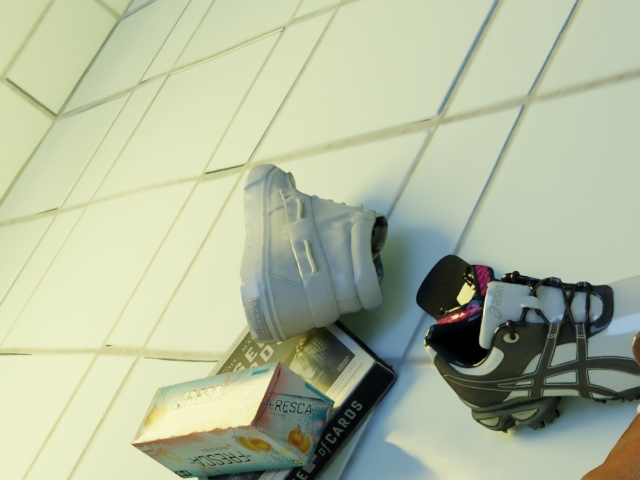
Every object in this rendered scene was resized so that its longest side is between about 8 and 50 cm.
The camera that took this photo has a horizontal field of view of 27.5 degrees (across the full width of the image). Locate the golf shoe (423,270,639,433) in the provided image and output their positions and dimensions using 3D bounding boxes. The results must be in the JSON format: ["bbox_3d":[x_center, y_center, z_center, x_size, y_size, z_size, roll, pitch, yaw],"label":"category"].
[{"bbox_3d":[0.149,0.056,0.800,0.198,0.094,0.077,-32,30,36],"label":"golf shoe"}]

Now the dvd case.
[{"bbox_3d":[-0.041,0.137,1.107,0.179,0.029,0.239,-52,24,0],"label":"dvd case"}]

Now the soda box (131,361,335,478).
[{"bbox_3d":[-0.072,0.145,1.036,0.183,0.063,0.058,-17,41,51],"label":"soda box"}]

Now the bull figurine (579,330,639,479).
[{"bbox_3d":[0.157,0.181,0.607,0.188,0.101,0.310,-48,22,21],"label":"bull figurine"}]

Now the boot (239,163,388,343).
[{"bbox_3d":[0.000,0.000,1.151,0.123,0.095,0.258,-12,30,5],"label":"boot"}]

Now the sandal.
[{"bbox_3d":[0.107,0.044,0.953,0.067,0.040,0.179,-54,24,-3],"label":"sandal"}]
